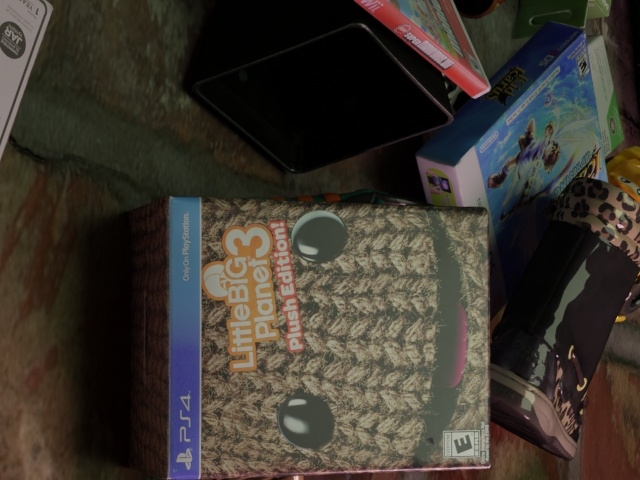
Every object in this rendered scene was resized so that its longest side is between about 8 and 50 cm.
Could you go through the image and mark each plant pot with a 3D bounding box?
[{"bbox_3d":[0.004,-0.200,1.457,0.187,0.188,0.167,38,44,-48],"label":"plant pot"}]

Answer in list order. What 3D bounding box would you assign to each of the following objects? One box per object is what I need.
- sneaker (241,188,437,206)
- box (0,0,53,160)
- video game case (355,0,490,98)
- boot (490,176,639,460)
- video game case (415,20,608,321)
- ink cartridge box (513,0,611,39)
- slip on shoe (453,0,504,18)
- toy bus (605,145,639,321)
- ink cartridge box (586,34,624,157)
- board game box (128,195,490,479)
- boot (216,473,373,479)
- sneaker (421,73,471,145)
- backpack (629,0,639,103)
[{"bbox_3d":[0.000,0.000,1.438,0.302,0.121,0.108,-15,97,-41],"label":"sneaker"},{"bbox_3d":[-0.309,-0.086,1.046,0.169,0.087,0.289,41,54,-48],"label":"box"},{"bbox_3d":[0.066,-0.265,1.418,0.285,0.025,0.204,26,40,-59],"label":"video game case"},{"bbox_3d":[0.286,0.097,1.748,0.284,0.138,0.377,-62,159,-6],"label":"boot"},{"bbox_3d":[0.232,-0.080,1.745,0.269,0.061,0.244,-45,138,-28],"label":"video game case"},{"bbox_3d":[0.337,-0.352,2.025,0.062,0.109,0.209,41,54,-46],"label":"ink cartridge box"},{"bbox_3d":[0.155,-0.402,1.757,0.101,0.123,0.331,-59,139,-35],"label":"slip on shoe"},{"bbox_3d":[0.351,-0.002,1.926,0.211,0.149,0.220,-6,133,-50],"label":"toy bus"},{"bbox_3d":[0.310,-0.164,1.981,0.219,0.093,0.160,-39,118,-51],"label":"ink cartridge box"},{"bbox_3d":[-0.011,0.084,1.304,0.291,0.141,0.232,1,86,-20],"label":"board game box"},{"bbox_3d":[-0.021,0.200,1.488,0.248,0.090,0.207,64,25,-23],"label":"boot"},{"bbox_3d":[0.137,-0.174,1.730,0.085,0.086,0.237,-57,131,-40],"label":"sneaker"},{"bbox_3d":[0.614,-0.219,2.340,0.290,0.273,0.355,-4,103,-63],"label":"backpack"}]
